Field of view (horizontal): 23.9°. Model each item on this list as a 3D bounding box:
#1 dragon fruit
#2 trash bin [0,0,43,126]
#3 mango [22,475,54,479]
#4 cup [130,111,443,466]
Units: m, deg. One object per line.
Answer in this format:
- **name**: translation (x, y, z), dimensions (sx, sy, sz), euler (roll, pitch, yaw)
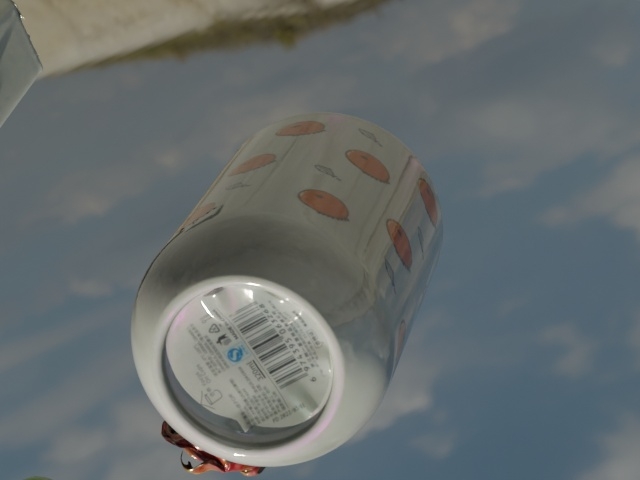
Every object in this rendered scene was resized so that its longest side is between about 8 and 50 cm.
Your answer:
- **dragon fruit**: translation (-0.093, 0.192, 1.637), dimensions (0.133, 0.136, 0.166), euler (14, -165, 41)
- **trash bin**: translation (-0.611, -0.204, 2.313), dimensions (0.256, 0.296, 0.367), euler (24, -117, 26)
- **mango**: translation (-0.400, 0.515, 2.116), dimensions (0.225, 0.382, 0.201), euler (-8, -167, -35)
- **cup**: translation (-0.022, 0.038, 1.225), dimensions (0.212, 0.212, 0.317), euler (-21, -166, 17)
